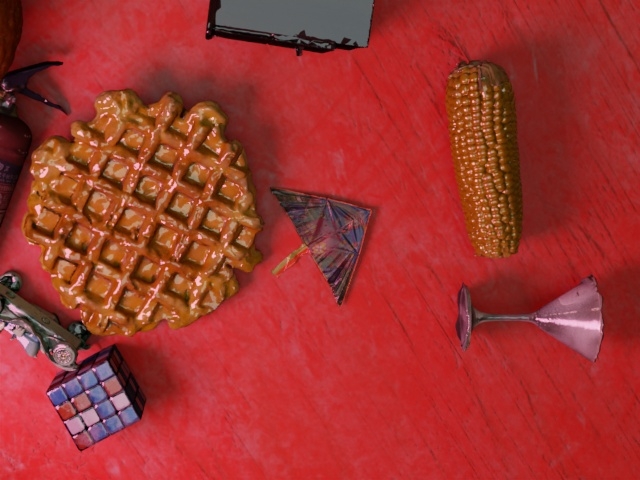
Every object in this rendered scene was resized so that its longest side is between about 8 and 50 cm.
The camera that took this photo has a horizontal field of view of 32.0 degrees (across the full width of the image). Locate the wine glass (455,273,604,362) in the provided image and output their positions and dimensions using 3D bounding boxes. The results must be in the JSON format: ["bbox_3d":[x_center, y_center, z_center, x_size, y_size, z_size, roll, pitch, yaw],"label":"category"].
[{"bbox_3d":[0.275,0.106,1.487,0.182,0.122,0.122,-1,98,0],"label":"wine glass"}]

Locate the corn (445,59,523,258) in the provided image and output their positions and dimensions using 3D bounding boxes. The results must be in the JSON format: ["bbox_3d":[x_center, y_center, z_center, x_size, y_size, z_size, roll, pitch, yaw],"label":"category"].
[{"bbox_3d":[0.217,-0.106,1.460,0.091,0.091,0.260,-15,102,-44],"label":"corn"}]

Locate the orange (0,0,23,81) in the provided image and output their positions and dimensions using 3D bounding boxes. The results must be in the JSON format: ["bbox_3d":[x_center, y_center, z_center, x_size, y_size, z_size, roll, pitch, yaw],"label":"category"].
[{"bbox_3d":[-0.526,-0.261,1.263,0.356,0.322,0.322,-23,100,9],"label":"orange"}]

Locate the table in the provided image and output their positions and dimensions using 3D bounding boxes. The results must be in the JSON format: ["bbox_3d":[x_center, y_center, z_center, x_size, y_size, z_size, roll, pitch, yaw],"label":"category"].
[{"bbox_3d":[-0.036,-0.315,1.369,0.193,0.169,0.173,6,98,-7],"label":"table"}]

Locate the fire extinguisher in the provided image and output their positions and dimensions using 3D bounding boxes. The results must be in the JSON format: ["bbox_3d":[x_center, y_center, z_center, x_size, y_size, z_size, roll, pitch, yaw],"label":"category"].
[{"bbox_3d":[-0.419,-0.077,1.413,0.138,0.102,0.344,18,96,-40],"label":"fire extinguisher"}]

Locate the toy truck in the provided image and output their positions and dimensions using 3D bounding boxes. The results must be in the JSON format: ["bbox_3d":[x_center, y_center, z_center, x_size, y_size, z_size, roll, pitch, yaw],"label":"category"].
[{"bbox_3d":[-0.377,0.117,1.451,0.154,0.080,0.078,37,110,-9],"label":"toy truck"}]

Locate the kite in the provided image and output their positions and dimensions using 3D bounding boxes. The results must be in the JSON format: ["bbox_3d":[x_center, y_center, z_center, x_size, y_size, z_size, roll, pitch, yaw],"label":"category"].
[{"bbox_3d":[0.000,0.000,1.497,0.159,0.010,0.190,-29,98,1],"label":"kite"}]

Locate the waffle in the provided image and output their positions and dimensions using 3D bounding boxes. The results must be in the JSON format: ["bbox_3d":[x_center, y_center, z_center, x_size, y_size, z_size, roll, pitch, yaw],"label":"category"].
[{"bbox_3d":[-0.229,-0.035,1.436,0.302,0.068,0.325,-18,104,-3],"label":"waffle"}]

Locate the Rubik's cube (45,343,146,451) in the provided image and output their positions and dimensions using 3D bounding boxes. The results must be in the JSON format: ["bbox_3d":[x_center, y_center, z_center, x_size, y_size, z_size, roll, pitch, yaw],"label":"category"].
[{"bbox_3d":[-0.291,0.204,1.459,0.092,0.092,0.092,-27,99,-1],"label":"Rubik's cube"}]
